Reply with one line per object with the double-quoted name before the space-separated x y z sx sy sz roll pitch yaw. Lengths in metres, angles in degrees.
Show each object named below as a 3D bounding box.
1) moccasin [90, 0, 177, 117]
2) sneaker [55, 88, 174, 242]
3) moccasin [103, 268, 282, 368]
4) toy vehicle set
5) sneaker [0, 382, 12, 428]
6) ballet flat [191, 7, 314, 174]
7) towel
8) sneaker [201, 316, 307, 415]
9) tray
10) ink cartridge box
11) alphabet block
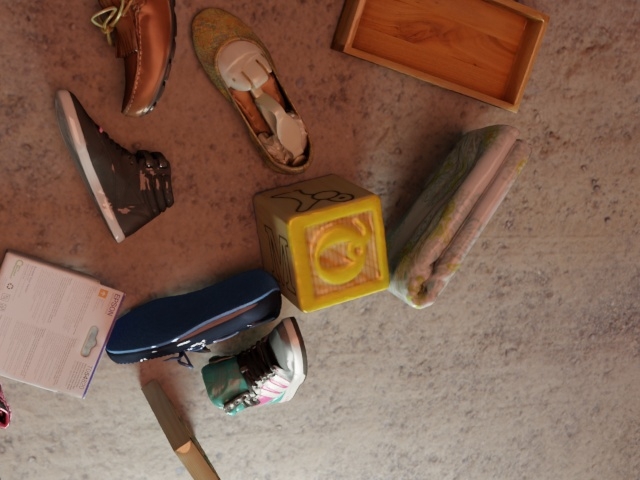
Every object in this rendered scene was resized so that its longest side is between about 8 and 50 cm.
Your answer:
"moccasin" -0.316 -0.398 1.602 0.147 0.139 0.380 0 105 -22
"sneaker" -0.354 -0.152 1.683 0.147 0.104 0.296 -28 120 -15
"moccasin" -0.229 0.170 1.791 0.342 0.138 0.117 -16 134 -2
"toy vehicle set" -0.251 0.380 1.786 0.035 0.267 0.166 -33 116 -11
"sneaker" -0.591 0.290 1.732 0.047 0.057 0.119 -26 112 -12
"ballet flat" -0.111 -0.266 1.743 0.123 0.123 0.348 -35 115 -11
"towel" 0.241 -0.054 1.839 0.090 0.320 0.374 33 90 -6
"sneaker" -0.134 0.244 1.822 0.178 0.124 0.295 -12 151 -18
"tray" 0.239 -0.408 1.875 0.411 0.076 0.203 14 99 -25
"ink cartridge box" -0.494 0.152 1.725 0.224 0.045 0.223 22 95 -18
"alphabet block" 0.000 0.000 1.821 0.192 0.197 0.193 -17 111 -18
